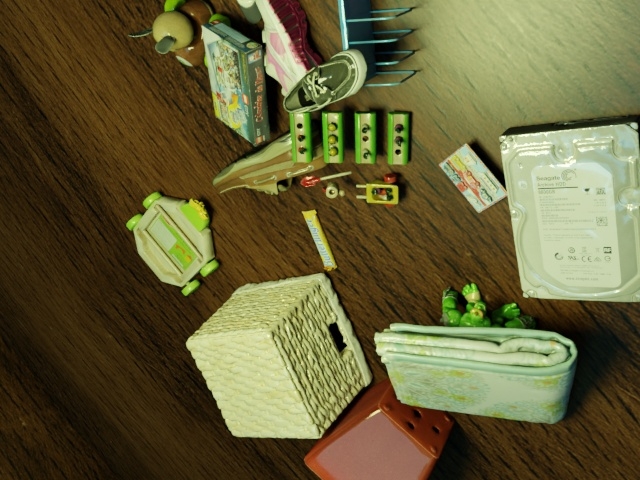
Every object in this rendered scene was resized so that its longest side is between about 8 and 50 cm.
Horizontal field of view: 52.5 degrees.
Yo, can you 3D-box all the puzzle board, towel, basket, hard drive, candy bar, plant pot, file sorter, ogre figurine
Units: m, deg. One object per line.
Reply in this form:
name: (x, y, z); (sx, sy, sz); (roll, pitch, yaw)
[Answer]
puzzle board: (0.298, -0.120, 1.277); (0.128, 0.011, 0.096); (50, 151, 1)
towel: (0.316, 0.272, 1.331); (0.374, 0.090, 0.320); (4, 150, 18)
basket: (-0.109, 0.296, 1.642); (0.331, 0.266, 0.328); (-12, 109, 40)
hard drive: (0.470, -0.048, 1.188); (0.237, 0.064, 0.339); (0, 114, 34)
candy bar: (0.000, 0.000, 1.564); (0.040, 0.018, 0.161); (-10, 108, 38)
plant pot: (0.171, 0.489, 1.580); (0.267, 0.267, 0.235); (41, 117, 9)
file sorter: (0.111, -0.380, 1.211); (0.104, 0.118, 0.170); (7, 119, 28)
ogre figurine: (0.338, 0.164, 1.358); (0.197, 0.118, 0.097); (35, 129, 13)

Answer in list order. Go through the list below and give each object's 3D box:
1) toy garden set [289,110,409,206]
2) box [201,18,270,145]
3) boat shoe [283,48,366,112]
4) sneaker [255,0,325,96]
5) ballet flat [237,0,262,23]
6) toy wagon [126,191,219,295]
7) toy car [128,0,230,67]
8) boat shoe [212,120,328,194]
toy garden set: (0.059, -0.164, 1.350); (0.244, 0.049, 0.203); (2, 119, 8)
box: (-0.182, -0.341, 1.416); (0.159, 0.044, 0.233); (38, 147, 32)
boat shoe: (0.005, -0.288, 1.219); (0.219, 0.070, 0.077); (-22, 93, 57)
sneaker: (-0.081, -0.400, 1.340); (0.111, 0.103, 0.252); (-14, 106, 37)
ballet flat: (-0.152, -0.545, 1.330); (0.074, 0.074, 0.203); (23, 126, 23)
toy wagon: (-0.388, -0.010, 1.792); (0.267, 0.068, 0.344); (50, 131, 1)
toy car: (-0.317, -0.442, 1.420); (0.155, 0.188, 0.149); (28, 127, 19)
boat shoe: (-0.117, -0.160, 1.489); (0.324, 0.122, 0.120); (-19, 108, 40)
